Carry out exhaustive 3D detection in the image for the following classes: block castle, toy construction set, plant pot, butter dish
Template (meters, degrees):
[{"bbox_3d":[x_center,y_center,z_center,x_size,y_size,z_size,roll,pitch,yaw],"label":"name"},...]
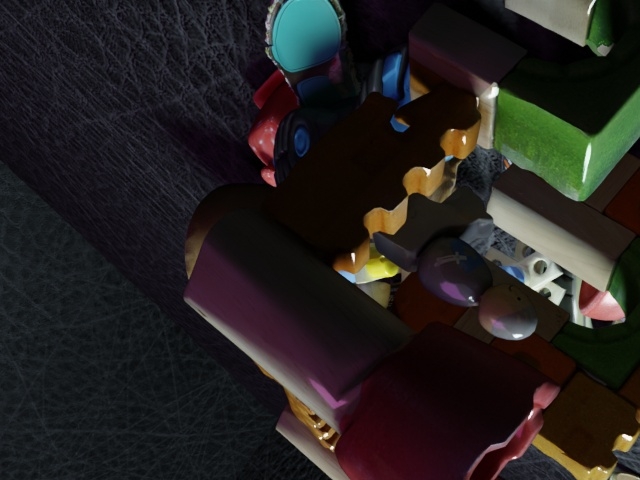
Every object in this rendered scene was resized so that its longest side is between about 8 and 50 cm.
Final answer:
[{"bbox_3d":[0.168,-0.013,0.496,0.213,0.453,0.303,36,162,24],"label":"block castle"},{"bbox_3d":[0.118,0.075,0.914,0.327,0.215,0.151,4,169,-40],"label":"toy construction set"},{"bbox_3d":[-0.033,0.014,1.324,0.254,0.237,0.237,-6,137,41],"label":"plant pot"},{"bbox_3d":[-0.032,-0.119,1.103,0.160,0.118,0.160,39,162,-11],"label":"butter dish"}]

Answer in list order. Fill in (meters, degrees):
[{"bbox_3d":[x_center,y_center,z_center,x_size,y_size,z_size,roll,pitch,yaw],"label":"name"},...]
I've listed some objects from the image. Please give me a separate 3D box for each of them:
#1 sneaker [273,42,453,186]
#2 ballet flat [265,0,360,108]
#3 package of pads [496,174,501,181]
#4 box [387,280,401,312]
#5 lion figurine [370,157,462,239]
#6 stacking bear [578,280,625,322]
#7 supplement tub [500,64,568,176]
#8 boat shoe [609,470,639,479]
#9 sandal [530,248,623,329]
[{"bbox_3d":[0.064,-0.096,0.891,0.139,0.125,0.341,-6,174,-32],"label":"sneaker"},{"bbox_3d":[-0.009,-0.205,0.920,0.091,0.077,0.241,-10,151,4],"label":"ballet flat"},{"bbox_3d":[0.222,-0.048,0.941,0.032,0.050,0.083,17,155,44],"label":"package of pads"},{"bbox_3d":[0.255,0.158,1.351,0.257,0.079,0.322,41,161,-12],"label":"box"},{"bbox_3d":[0.000,0.000,1.092,0.142,0.240,0.392,37,156,-32],"label":"lion figurine"},{"bbox_3d":[0.388,0.054,0.742,0.289,0.164,0.175,25,148,8],"label":"stacking bear"},{"bbox_3d":[0.219,-0.068,0.797,0.106,0.106,0.198,28,168,21],"label":"supplement tub"},{"bbox_3d":[0.582,0.448,1.542,0.135,0.050,0.045,25,158,1],"label":"boat shoe"},{"bbox_3d":[0.329,0.099,1.050,0.303,0.086,0.120,64,179,-30],"label":"sandal"}]
